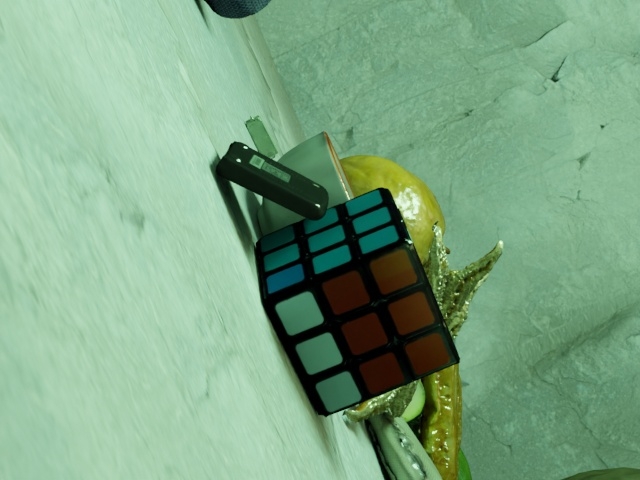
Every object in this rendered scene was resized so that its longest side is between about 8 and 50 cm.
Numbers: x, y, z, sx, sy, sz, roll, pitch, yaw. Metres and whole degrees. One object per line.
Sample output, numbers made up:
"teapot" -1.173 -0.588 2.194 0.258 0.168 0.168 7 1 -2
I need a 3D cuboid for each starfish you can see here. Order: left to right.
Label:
"starfish" 0.137 0.107 1.565 0.084 0.293 0.301 33 4 22

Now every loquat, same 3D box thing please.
"loquat" 0.064 -0.008 1.656 0.193 0.238 0.238 19 44 -55

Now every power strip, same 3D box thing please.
"power strip" -0.090 -0.159 1.782 0.017 0.027 0.083 -112 177 -52

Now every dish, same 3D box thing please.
"dish" 0.000 0.000 1.425 0.256 0.117 0.256 -22 90 -87

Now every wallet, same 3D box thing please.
"wallet" 0.151 0.372 1.731 0.335 0.068 0.275 60 -3 42

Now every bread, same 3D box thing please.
"bread" 0.200 0.323 1.991 0.139 0.077 0.271 55 39 -73

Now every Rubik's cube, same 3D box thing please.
"Rubik's cube" 0.037 0.063 1.233 0.162 0.161 0.163 -106 172 -64

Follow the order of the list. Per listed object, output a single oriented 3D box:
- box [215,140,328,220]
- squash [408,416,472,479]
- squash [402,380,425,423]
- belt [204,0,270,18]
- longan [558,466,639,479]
"box" -0.048 -0.064 1.237 0.125 0.027 0.126 26 11 -5
"squash" 0.222 0.425 2.210 0.395 0.107 0.107 62 7 -50
"squash" 0.125 0.253 1.990 0.188 0.095 0.095 -162 -131 -88
"belt" -0.144 -0.444 1.843 0.230 0.140 0.126 -112 176 -45
"longan" 0.345 0.442 1.246 0.404 0.436 0.404 7 90 -88
